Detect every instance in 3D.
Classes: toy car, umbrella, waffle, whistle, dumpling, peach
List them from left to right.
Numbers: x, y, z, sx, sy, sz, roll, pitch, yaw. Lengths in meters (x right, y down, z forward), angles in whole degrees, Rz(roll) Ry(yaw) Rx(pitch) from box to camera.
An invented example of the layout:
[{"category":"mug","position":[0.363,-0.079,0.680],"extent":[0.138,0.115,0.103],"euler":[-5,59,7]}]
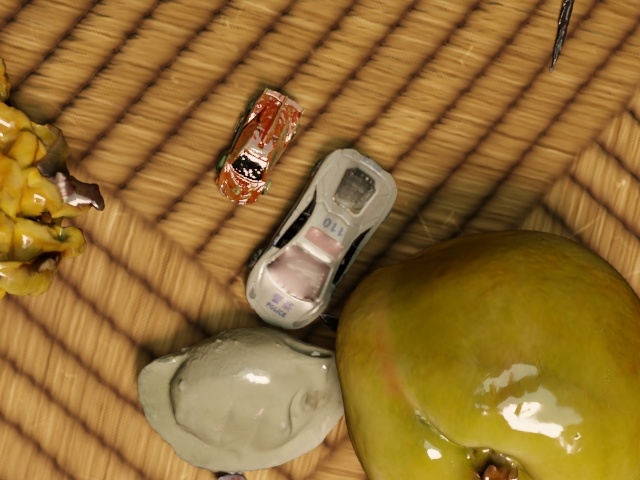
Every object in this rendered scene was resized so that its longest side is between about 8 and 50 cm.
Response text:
[{"category":"waffle","position":[-0.389,-0.089,0.920],"extent":[0.095,0.380,0.382],"euler":[-44,75,30]},{"category":"whistle","position":[-0.081,0.278,1.133],"extent":[0.033,0.029,0.083],"euler":[-26,91,-27]},{"category":"dumpling","position":[-0.075,0.152,1.108],"extent":[0.219,0.108,0.152],"euler":[1,135,4]},{"category":"toy car","position":[-0.065,-0.096,1.131],"extent":[0.059,0.035,0.122],"euler":[28,84,-12]},{"category":"toy car","position":[0.000,0.000,1.132],"extent":[0.095,0.056,0.205],"euler":[34,84,-9]},{"category":"peach","position":[0.177,0.136,1.029],"extent":[0.281,0.315,0.314],"euler":[-32,94,34]},{"category":"umbrella","position":[0.274,-0.257,1.195],"extent":[0.022,0.022,0.148],"euler":[6,97,-33]}]

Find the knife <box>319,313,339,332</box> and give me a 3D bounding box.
[{"category":"knife","position":[0.072,0.121,1.167],"extent":[0.170,0.010,0.023],"euler":[30,79,-8]}]
